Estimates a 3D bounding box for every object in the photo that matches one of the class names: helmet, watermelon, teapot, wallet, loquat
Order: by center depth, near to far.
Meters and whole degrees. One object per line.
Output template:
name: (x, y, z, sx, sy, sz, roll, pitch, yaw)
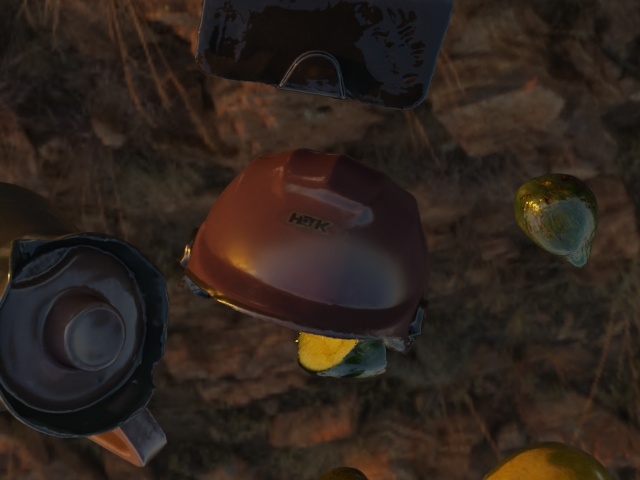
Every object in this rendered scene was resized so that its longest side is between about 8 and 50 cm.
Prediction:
helmet: (0.000, 0.000, 1.226, 0.270, 0.197, 0.338, 17, 177, 8)
teapot: (-0.349, 0.117, 1.394, 0.361, 0.305, 0.376, 12, 137, 50)
wallet: (0.003, -0.259, 1.404, 0.309, 0.042, 0.165, 9, 115, -12)
loquat: (0.298, 0.374, 1.527, 0.213, 0.213, 0.246, -31, 141, 25)
watermelon: (0.035, 0.171, 1.900, 0.123, 0.301, 0.129, 9, 97, -20)

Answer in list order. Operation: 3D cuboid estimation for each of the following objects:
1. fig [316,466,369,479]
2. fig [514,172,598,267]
fig: (0.047, 0.441, 1.752, 0.126, 0.185, 0.133, 13, 106, -15)
fig: (0.364, -0.024, 1.718, 0.123, 0.123, 0.156, -15, 120, 8)
